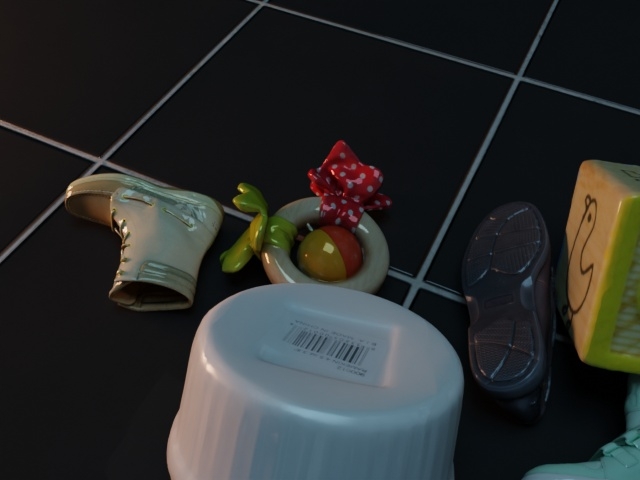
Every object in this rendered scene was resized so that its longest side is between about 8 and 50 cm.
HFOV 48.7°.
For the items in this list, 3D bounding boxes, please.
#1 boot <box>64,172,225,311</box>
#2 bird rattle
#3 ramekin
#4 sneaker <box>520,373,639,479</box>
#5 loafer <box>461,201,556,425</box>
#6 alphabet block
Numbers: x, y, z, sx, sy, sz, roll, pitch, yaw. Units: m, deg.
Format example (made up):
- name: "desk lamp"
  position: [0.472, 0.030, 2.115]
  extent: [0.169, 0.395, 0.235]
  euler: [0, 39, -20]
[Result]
- name: "boot"
  position: [-0.243, 0.003, 0.896]
  extent: [0.213, 0.077, 0.165]
  euler: [10, 51, 3]
- name: "bird rattle"
  position: [0.000, 0.000, 0.909]
  extent: [0.253, 0.143, 0.207]
  euler: [-17, 62, -33]
- name: "ramekin"
  position: [0.001, 0.149, 0.665]
  extent: [0.277, 0.135, 0.277]
  euler: [9, 21, -3]
- name: "sneaker"
  position: [0.306, 0.206, 0.726]
  extent: [0.255, 0.094, 0.151]
  euler: [3, 54, -13]
- name: "loafer"
  position: [0.233, 0.080, 0.855]
  extent: [0.109, 0.095, 0.302]
  euler: [-13, 38, 27]
- name: "alphabet block"
  position: [0.382, 0.029, 0.778]
  extent: [0.193, 0.192, 0.197]
  euler: [8, 16, 6]
